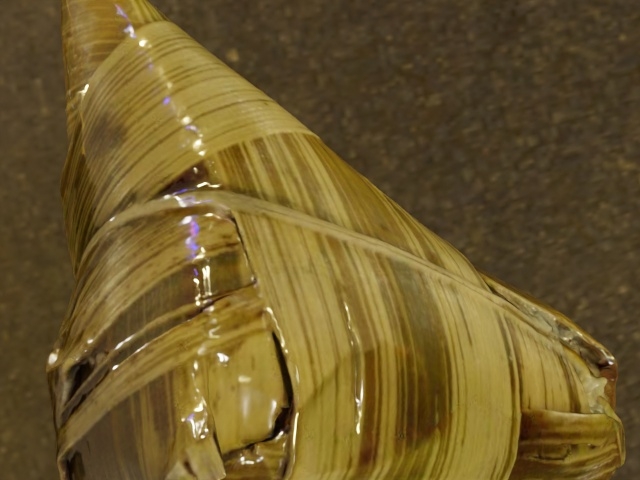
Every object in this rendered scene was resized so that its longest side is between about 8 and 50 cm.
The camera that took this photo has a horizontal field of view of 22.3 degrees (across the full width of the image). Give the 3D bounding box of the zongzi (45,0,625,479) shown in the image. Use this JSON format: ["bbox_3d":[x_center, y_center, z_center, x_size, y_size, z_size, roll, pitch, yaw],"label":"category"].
[{"bbox_3d":[0.000,0.000,0.766,0.134,0.286,0.288,-39,55,40],"label":"zongzi"}]
